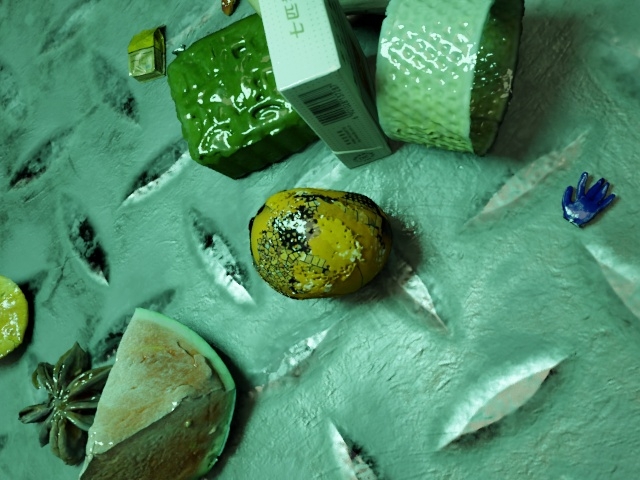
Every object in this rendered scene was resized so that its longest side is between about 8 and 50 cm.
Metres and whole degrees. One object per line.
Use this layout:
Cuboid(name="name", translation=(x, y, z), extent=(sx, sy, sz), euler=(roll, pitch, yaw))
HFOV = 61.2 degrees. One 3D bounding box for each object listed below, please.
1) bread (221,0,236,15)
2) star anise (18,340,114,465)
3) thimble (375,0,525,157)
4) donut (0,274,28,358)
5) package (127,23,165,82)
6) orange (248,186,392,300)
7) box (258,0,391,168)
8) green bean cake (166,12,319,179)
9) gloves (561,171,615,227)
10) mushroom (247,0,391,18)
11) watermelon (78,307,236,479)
Cuboid(name="bread", translation=(-0.224, -0.615, 1.143), extent=(0.139, 0.095, 0.269), euler=(-40, 72, 17))
Cuboid(name="star anise", translation=(-0.500, 0.323, 1.066), extent=(0.229, 0.093, 0.236), euler=(-15, 78, 12))
Cuboid(name="thimble", translation=(0.202, -0.272, 0.821), extent=(0.150, 0.271, 0.270), euler=(15, 85, 26))
Cuboid(name="donut", translation=(-0.714, 0.164, 1.143), extent=(0.075, 0.174, 0.190), euler=(-19, 81, 61))
Cuboid(name="package", translation=(-0.380, -0.417, 1.186), extent=(0.071, 0.047, 0.131), euler=(-7, 79, 22))
Cuboid(name="orange", translation=(0.000, 0.000, 0.863), extent=(0.235, 0.234, 0.182), euler=(-4, 89, 20))
Cuboid(name="box", translation=(0.016, -0.266, 0.853), extent=(0.095, 0.330, 0.210), euler=(-17, 75, 17))
Cuboid(name="green bean cake", translation=(-0.136, -0.269, 1.008), extent=(0.250, 0.156, 0.246), euler=(-22, 74, 15))
Cuboid(name="gloves", translation=(0.406, -0.064, 0.831), extent=(0.086, 0.026, 0.064), euler=(-48, 66, 6))
Cuboid(name="mushroom", translation=(0.036, -0.432, 0.930), extent=(0.329, 0.159, 0.122), euler=(-9, 103, -5))
Cuboid(name="watermelon", translation=(-0.264, 0.331, 0.926), extent=(0.222, 0.319, 0.292), euler=(7, 123, -6))
